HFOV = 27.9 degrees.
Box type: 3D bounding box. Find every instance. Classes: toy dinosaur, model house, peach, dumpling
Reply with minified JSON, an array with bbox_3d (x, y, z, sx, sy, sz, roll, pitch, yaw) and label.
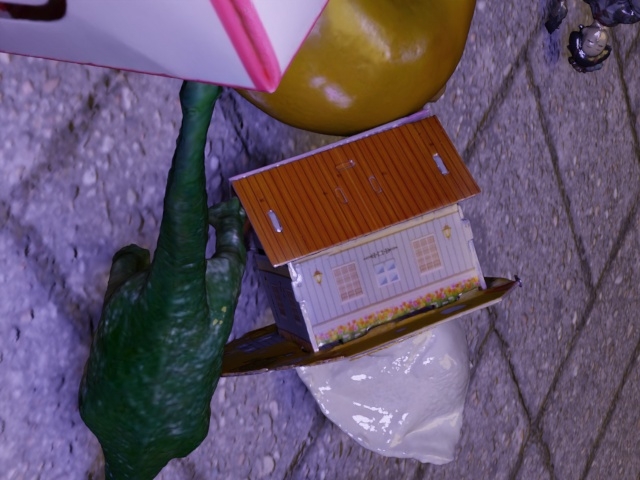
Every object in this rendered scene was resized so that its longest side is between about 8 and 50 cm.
[{"bbox_3d":[-0.089,0.082,0.708,0.301,0.087,0.447,-107,-152,-71],"label":"toy dinosaur"},{"bbox_3d":[0.000,0.000,0.898,0.219,0.207,0.136,-18,98,-13],"label":"model house"},{"bbox_3d":[0.010,-0.197,0.891,0.251,0.153,0.251,-3,94,-42],"label":"peach"},{"bbox_3d":[0.046,0.089,1.049,0.155,0.181,0.111,-1,135,-24],"label":"dumpling"}]

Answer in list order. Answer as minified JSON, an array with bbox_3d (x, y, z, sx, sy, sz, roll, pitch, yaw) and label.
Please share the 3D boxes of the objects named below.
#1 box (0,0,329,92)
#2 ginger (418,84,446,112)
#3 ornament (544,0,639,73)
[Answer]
[{"bbox_3d":[-0.119,-0.278,0.506,0.312,0.314,0.300,-61,146,-27],"label":"box"},{"bbox_3d":[0.080,-0.072,1.103,0.176,0.052,0.193,41,47,-53],"label":"ginger"},{"bbox_3d":[0.282,-0.258,1.313,0.153,0.166,0.196,-29,137,-49],"label":"ornament"}]
